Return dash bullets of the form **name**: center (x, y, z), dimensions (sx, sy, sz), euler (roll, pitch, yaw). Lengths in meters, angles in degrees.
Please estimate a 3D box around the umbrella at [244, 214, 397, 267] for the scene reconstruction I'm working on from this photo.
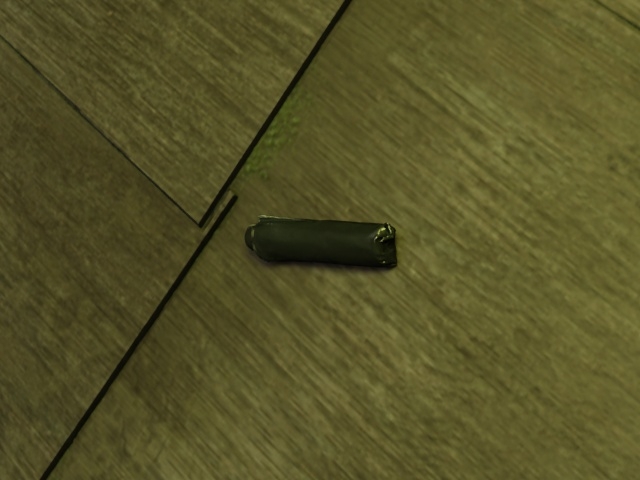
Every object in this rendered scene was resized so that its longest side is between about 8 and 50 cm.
- **umbrella**: center (0.000, 0.002, 1.221), dimensions (0.133, 0.031, 0.036), euler (4, 80, 36)
